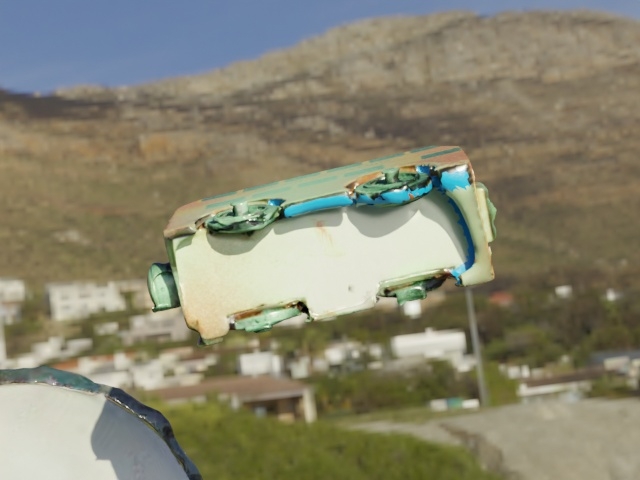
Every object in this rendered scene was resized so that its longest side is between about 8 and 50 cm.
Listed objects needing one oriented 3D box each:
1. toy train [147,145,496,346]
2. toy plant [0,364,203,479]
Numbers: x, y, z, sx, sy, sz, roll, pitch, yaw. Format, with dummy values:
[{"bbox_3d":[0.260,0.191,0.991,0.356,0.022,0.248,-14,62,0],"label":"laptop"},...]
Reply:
[{"bbox_3d":[0.000,0.000,0.782,0.188,0.072,0.099,-12,15,3],"label":"toy train"},{"bbox_3d":[-0.208,0.255,0.892,0.247,0.247,0.332,-9,25,12],"label":"toy plant"}]
